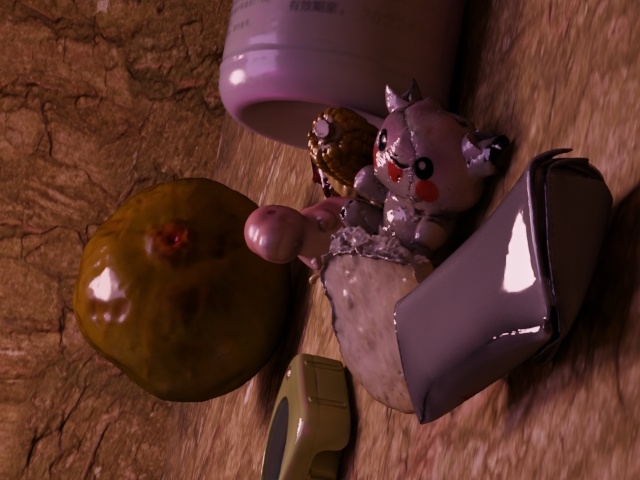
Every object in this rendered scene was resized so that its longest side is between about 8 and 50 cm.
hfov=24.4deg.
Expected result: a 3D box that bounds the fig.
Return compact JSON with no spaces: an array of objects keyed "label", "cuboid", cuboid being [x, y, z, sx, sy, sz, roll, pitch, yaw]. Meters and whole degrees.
[{"label":"fig","cuboid":[-0.194,0.088,2.218,0.343,0.343,0.343,-168,90,-80]}]

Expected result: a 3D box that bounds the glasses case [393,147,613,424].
[{"label":"glasses case","cuboid":[0.136,0.046,1.088,0.308,0.083,0.128,127,148,-66]}]

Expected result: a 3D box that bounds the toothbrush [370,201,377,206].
[{"label":"toothbrush","cuboid":[0.081,-0.152,1.772,0.030,0.030,0.304,125,154,-64]}]

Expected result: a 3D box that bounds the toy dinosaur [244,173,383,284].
[{"label":"toy dinosaur","cuboid":[-0.002,0.006,1.609,0.194,0.177,0.152,-96,22,-65]}]

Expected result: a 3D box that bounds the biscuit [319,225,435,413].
[{"label":"biscuit","cuboid":[0.055,0.069,1.361,0.188,0.040,0.265,57,158,20]}]

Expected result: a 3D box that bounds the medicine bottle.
[{"label":"medicine bottle","cuboid":[0.033,-0.258,1.544,0.241,0.241,0.302,144,137,-75]}]

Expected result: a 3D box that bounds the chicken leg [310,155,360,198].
[{"label":"chicken leg","cuboid":[0.041,-0.182,1.908,0.322,0.083,0.177,-90,24,-42]}]

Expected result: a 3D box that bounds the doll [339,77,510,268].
[{"label":"doll","cuboid":[0.097,-0.047,1.366,0.149,0.095,0.192,48,135,40]}]

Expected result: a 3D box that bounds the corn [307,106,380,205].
[{"label":"corn","cuboid":[0.050,-0.076,1.472,0.207,0.068,0.068,31,-115,-56]}]

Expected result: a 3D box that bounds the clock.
[{"label":"clock","cuboid":[-0.024,0.261,1.735,0.170,0.069,0.232,-99,22,-62]}]
